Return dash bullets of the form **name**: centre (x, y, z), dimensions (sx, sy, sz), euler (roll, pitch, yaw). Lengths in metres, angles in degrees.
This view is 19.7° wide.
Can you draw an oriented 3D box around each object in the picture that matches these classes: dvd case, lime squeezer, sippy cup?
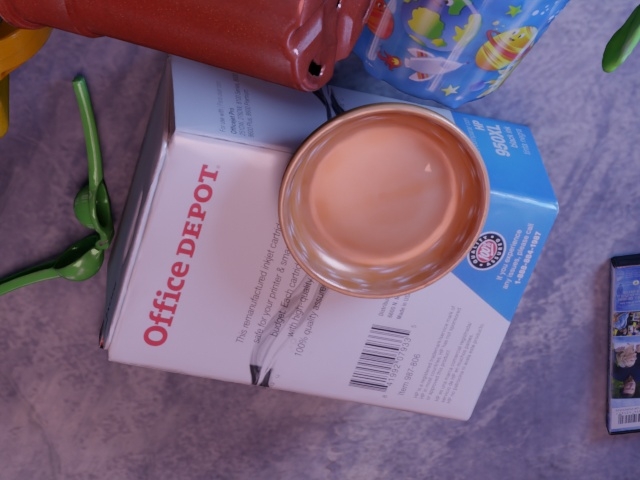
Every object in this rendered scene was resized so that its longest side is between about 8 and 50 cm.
- **dvd case**: centre (0.415, 0.113, 2.079), dimensions (0.180, 0.022, 0.253), euler (-6, 126, -2)
- **lime squeezer**: centre (-0.260, -0.027, 1.904), dimensions (0.110, 0.059, 0.310), euler (35, 122, 7)
- **sippy cup**: centre (0.132, -0.252, 1.674), dimensions (0.240, 0.305, 0.224), euler (-24, 152, -40)

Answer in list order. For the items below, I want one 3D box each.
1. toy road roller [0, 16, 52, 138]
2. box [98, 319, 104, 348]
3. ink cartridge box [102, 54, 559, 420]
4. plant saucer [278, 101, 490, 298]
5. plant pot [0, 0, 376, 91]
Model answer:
- **toy road roller**: centre (-0.404, -0.198, 1.671), dimensions (0.329, 0.202, 0.241), euler (-9, 138, 1)
- **box**: centre (-0.165, 0.087, 2.001), dimensions (0.137, 0.027, 0.094), euler (12, 123, -14)
- **ink cartridge box**: centre (0.000, 0.000, 1.866), dimensions (0.395, 0.166, 0.285), euler (11, 123, -14)
- **plant saucer**: centre (0.058, -0.040, 1.722), dimensions (0.200, 0.037, 0.200), euler (-4, 117, -7)
- **plant pot**: centre (-0.092, -0.259, 1.515), dimensions (0.265, 0.272, 0.272), euler (22, 126, 14)
